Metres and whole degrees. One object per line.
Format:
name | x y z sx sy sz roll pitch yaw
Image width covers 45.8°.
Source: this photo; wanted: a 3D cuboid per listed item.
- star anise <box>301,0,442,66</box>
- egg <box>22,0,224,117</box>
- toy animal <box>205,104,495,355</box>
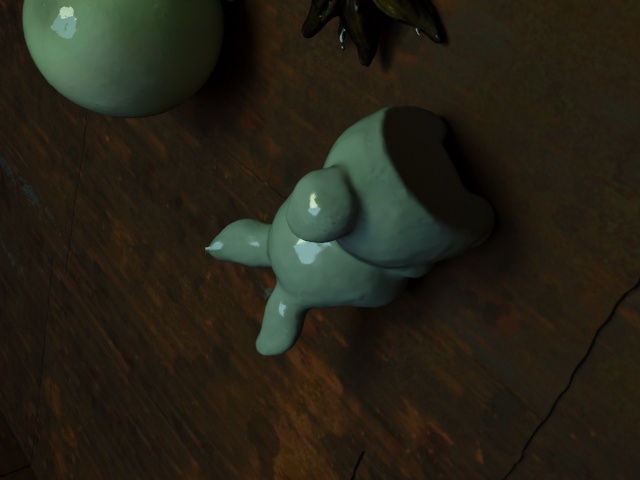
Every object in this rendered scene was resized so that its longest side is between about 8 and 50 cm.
star anise | 0.052 -0.336 0.895 0.272 0.102 0.272 18 134 19
egg | -0.295 -0.321 1.138 0.283 0.345 0.283 4 110 12
toy animal | 0.009 -0.003 0.922 0.368 0.241 0.196 -38 68 47
